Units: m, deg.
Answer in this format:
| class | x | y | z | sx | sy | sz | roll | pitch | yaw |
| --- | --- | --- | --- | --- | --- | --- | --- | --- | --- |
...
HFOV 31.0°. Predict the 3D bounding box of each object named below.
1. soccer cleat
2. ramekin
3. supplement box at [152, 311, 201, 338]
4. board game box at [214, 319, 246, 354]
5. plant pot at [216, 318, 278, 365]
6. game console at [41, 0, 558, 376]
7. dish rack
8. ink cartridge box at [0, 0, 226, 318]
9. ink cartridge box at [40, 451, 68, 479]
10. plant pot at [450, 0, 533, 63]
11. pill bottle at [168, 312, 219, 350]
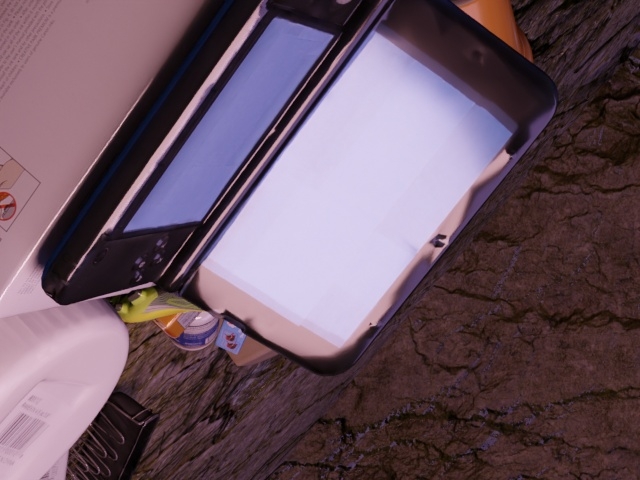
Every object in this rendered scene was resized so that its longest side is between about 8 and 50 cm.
| class | x | y | z | sx | sy | sz | roll | pitch | yaw |
| --- | --- | --- | --- | --- | --- | --- | --- | --- | --- |
| soccer cleat | -0.117 | 0.040 | 1.099 | 0.289 | 0.121 | 0.093 | -17 | -124 | 59 |
| ramekin | -0.285 | 0.119 | 0.936 | 0.277 | 0.135 | 0.277 | -45 | 165 | -15 |
| supplement box | -0.113 | -0.004 | 1.271 | 0.233 | 0.078 | 0.080 | -47 | 169 | -10 |
| board game box | -0.068 | 0.019 | 1.439 | 0.211 | 0.039 | 0.160 | 115 | -3 | -45 |
| plant pot | -0.091 | 0.120 | 1.629 | 0.096 | 0.109 | 0.109 | -39 | 168 | 8 |
| game console | 0.000 | -0.039 | 0.777 | 0.293 | 0.173 | 0.250 | -53 | 170 | 14 |
| dish rack | -0.334 | 0.311 | 1.423 | 0.271 | 0.074 | 0.208 | -34 | 158 | -46 |
| ink cartridge box | -0.128 | -0.109 | 0.834 | 0.309 | 0.130 | 0.272 | -52 | 168 | 12 |
| ink cartridge box | -0.378 | 0.262 | 1.154 | 0.238 | 0.060 | 0.275 | -12 | 152 | -22 |
| plant pot | 0.129 | -0.222 | 1.248 | 0.205 | 0.205 | 0.188 | -44 | 150 | -22 |
| pill bottle | -0.153 | 0.080 | 1.389 | 0.067 | 0.067 | 0.120 | -43 | 165 | -25 |
